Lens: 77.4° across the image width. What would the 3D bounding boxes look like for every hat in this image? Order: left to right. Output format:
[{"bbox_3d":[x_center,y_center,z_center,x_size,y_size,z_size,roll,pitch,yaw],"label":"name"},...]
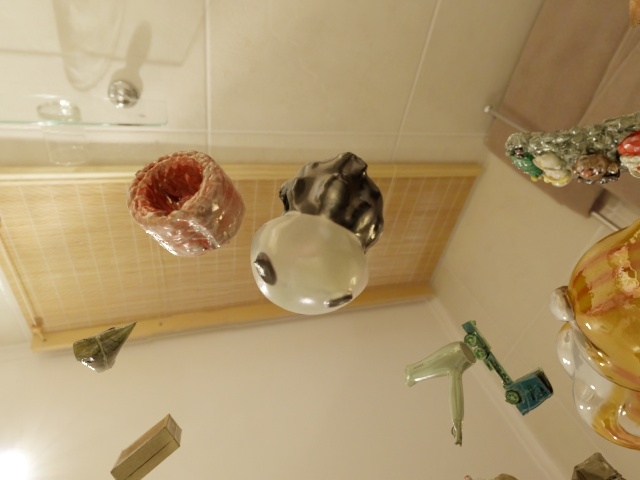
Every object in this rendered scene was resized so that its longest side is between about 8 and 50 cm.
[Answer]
[{"bbox_3d":[0.449,0.397,0.545,0.175,0.085,0.147,41,179,2],"label":"hat"}]

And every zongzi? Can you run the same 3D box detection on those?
[{"bbox_3d":[-0.384,0.197,0.750,0.114,0.104,0.052,-27,-114,-19],"label":"zongzi"}]

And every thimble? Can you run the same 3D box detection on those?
[{"bbox_3d":[-0.309,-0.085,0.939,0.240,0.162,0.238,-6,-123,10],"label":"thimble"}]

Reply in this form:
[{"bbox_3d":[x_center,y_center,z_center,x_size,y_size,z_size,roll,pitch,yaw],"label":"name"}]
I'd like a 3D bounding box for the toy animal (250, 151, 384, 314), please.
[{"bbox_3d":[-0.003,0.004,0.705,0.213,0.212,0.266,20,-114,11],"label":"toy animal"}]

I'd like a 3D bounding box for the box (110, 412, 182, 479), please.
[{"bbox_3d":[-0.231,0.281,0.535,0.083,0.079,0.035,-36,-88,-21],"label":"box"}]

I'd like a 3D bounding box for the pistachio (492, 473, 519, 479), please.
[{"bbox_3d":[0.568,0.808,1.175,0.136,0.135,0.225,7,-146,-6],"label":"pistachio"}]

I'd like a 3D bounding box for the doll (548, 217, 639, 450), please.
[{"bbox_3d":[0.326,0.100,0.398,0.162,0.269,0.166,-21,-138,20],"label":"doll"}]

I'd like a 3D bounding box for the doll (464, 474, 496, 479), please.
[{"bbox_3d":[0.457,0.702,0.996,0.215,0.161,0.257,-26,-170,-38],"label":"doll"}]

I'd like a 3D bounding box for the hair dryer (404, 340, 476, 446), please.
[{"bbox_3d":[0.301,0.386,0.987,0.076,0.206,0.237,29,-140,-26],"label":"hair dryer"}]

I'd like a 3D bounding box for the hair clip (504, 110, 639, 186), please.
[{"bbox_3d":[0.474,-0.147,0.723,0.139,0.091,0.321,32,172,-20],"label":"hair clip"}]

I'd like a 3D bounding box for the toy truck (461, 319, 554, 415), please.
[{"bbox_3d":[0.328,0.213,0.711,0.081,0.067,0.175,-36,-117,9],"label":"toy truck"}]

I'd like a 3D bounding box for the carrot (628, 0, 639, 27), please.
[{"bbox_3d":[0.362,-0.284,0.397,0.072,0.072,0.205,26,179,19],"label":"carrot"}]
